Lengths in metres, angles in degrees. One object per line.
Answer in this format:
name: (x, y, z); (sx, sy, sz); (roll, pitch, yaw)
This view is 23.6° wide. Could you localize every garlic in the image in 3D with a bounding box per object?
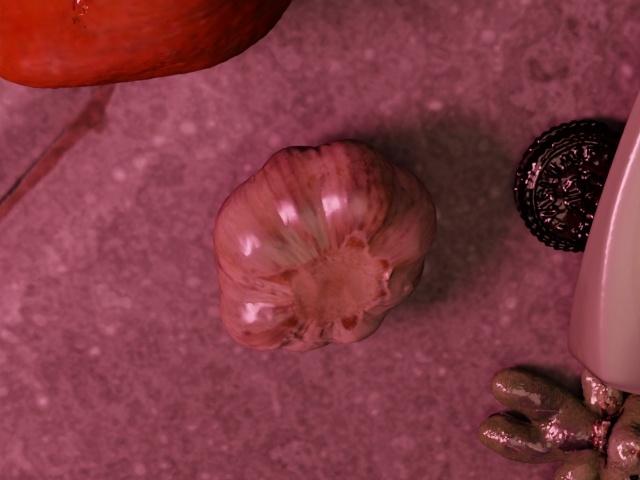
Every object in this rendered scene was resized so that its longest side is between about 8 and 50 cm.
garlic: (0.000, 0.000, 1.005); (0.147, 0.102, 0.159); (18, 120, -26)

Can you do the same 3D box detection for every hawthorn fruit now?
hawthorn fruit: (-0.143, -0.177, 0.868); (0.299, 0.211, 0.211); (-23, 111, 9)

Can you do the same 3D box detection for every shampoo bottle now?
shampoo bottle: (0.262, -0.070, 1.006); (0.134, 0.078, 0.359); (8, 111, -24)

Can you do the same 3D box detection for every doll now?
doll: (0.190, 0.142, 1.095); (0.150, 0.077, 0.115); (13, 99, 2)

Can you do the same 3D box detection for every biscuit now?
biscuit: (0.175, -0.037, 1.044); (0.089, 0.027, 0.087); (-39, 109, 9)
